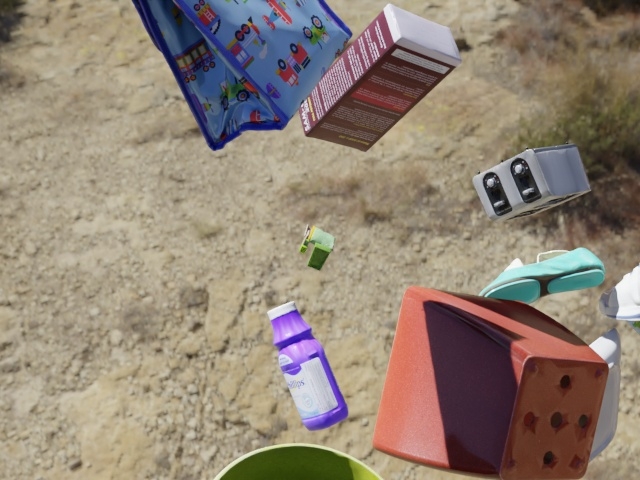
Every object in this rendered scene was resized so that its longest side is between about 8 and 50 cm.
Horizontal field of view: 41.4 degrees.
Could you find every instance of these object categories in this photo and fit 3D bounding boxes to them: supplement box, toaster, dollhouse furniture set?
[{"bbox_3d":[0.086,-0.241,1.303,0.130,0.239,0.073,10,53,-37],"label":"supplement box"},{"bbox_3d":[0.429,-0.118,1.702,0.185,0.168,0.110,-11,80,-39],"label":"toaster"},{"bbox_3d":[0.000,0.000,1.925,0.076,0.059,0.152,22,32,-5],"label":"dollhouse furniture set"}]

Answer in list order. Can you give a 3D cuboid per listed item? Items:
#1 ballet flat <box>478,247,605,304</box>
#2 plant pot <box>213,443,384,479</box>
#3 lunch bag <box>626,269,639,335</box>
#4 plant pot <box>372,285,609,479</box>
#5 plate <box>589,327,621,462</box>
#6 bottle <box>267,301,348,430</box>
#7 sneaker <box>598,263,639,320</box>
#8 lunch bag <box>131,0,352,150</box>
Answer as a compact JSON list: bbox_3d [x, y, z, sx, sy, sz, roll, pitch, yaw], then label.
[{"bbox_3d":[0.412,0.069,1.617,0.247,0.083,0.087,-13,43,-1],"label":"ballet flat"},{"bbox_3d":[-0.040,0.478,1.150,0.274,0.294,0.275,7,36,-5],"label":"plant pot"},{"bbox_3d":[0.767,0.147,1.975,0.129,0.096,0.151,46,37,-3],"label":"lunch bag"},{"bbox_3d":[0.274,0.235,1.291,0.267,0.267,0.235,10,4,-31],"label":"plant pot"},{"bbox_3d":[0.490,0.341,1.607,0.277,0.278,0.045,-27,34,-32],"label":"plate"},{"bbox_3d":[-0.035,0.276,1.875,0.092,0.118,0.283,-20,85,-32],"label":"bottle"},{"bbox_3d":[0.629,0.055,1.529,0.127,0.315,0.182,4,82,-9],"label":"sneaker"},{"bbox_3d":[-0.119,-0.300,1.043,0.138,0.293,0.221,-12,34,38],"label":"lunch bag"}]
